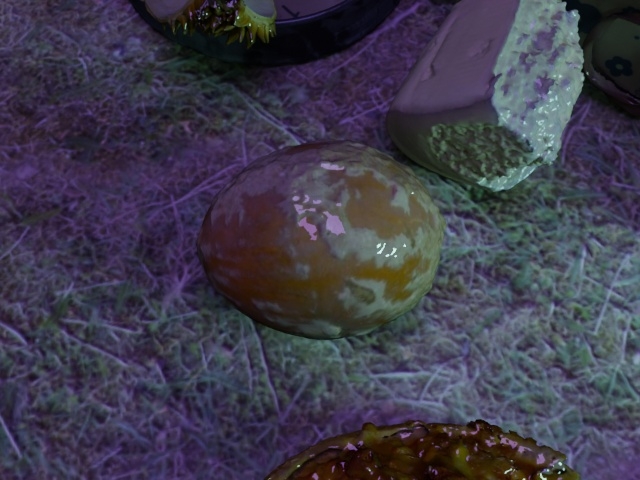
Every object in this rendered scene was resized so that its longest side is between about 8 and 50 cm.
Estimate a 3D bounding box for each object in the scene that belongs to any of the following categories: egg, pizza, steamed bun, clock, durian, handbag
[{"bbox_3d":[0.000,0.000,0.723,0.233,0.195,0.194,-13,69,-5],"label":"egg"},{"bbox_3d":[0.090,0.225,0.667,0.306,0.085,0.161,-1,40,-13],"label":"pizza"},{"bbox_3d":[0.198,-0.164,0.803,0.170,0.200,0.225,39,68,-25],"label":"steamed bun"},{"bbox_3d":[-0.070,-0.394,0.941,0.386,0.076,0.386,0,68,-1],"label":"clock"},{"bbox_3d":[-0.131,-0.297,0.787,0.144,0.139,0.252,-13,70,-1],"label":"durian"},{"bbox_3d":[0.368,-0.267,0.816,0.190,0.251,0.193,-37,83,-8],"label":"handbag"}]
